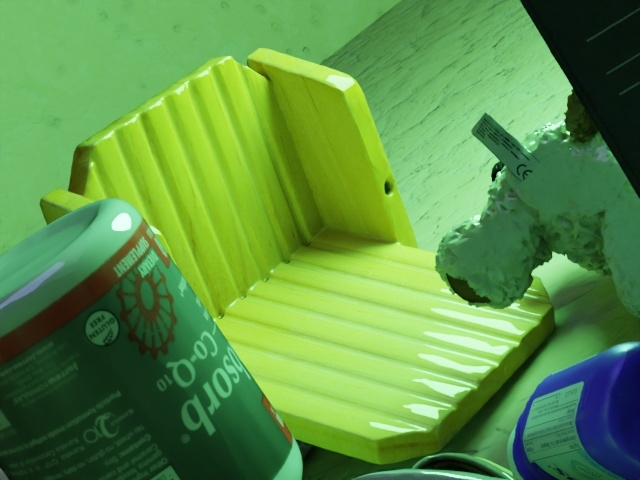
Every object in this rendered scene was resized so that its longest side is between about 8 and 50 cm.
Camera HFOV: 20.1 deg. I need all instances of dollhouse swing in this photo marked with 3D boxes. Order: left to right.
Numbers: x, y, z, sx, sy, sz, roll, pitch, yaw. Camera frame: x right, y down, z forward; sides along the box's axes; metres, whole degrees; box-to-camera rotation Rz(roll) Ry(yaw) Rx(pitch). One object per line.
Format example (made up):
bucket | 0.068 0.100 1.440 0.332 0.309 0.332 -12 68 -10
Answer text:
dollhouse swing | 0.000 0.000 1.662 0.305 0.315 0.347 -3 26 41

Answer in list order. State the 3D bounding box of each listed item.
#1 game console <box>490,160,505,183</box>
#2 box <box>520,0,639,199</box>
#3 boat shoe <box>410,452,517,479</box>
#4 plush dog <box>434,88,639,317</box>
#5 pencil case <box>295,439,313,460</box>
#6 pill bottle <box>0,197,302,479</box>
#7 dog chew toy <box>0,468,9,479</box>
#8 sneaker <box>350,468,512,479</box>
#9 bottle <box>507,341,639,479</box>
game console | 0.328 -0.095 1.683 0.361 0.213 0.044 -20 57 43
box | 0.297 -0.097 1.210 0.212 0.395 0.293 -32 -2 10
boat shoe | 0.129 0.228 1.212 0.117 0.096 0.324 -33 14 -3
plush dog | 0.253 -0.035 1.601 0.262 0.210 0.225 4 -1 24
pencil case | -0.067 0.178 1.744 0.124 0.124 0.284 -21 19 40
pill bottle | -0.144 0.165 1.471 0.210 0.363 0.210 -32 14 9
dog chew toy | -0.271 0.281 1.728 0.207 0.206 0.332 -29 7 16
sneaker | 0.160 0.190 1.065 0.293 0.108 0.169 10 6 20
bottle | 0.200 0.137 1.258 0.283 0.118 0.092 134 154 -74
